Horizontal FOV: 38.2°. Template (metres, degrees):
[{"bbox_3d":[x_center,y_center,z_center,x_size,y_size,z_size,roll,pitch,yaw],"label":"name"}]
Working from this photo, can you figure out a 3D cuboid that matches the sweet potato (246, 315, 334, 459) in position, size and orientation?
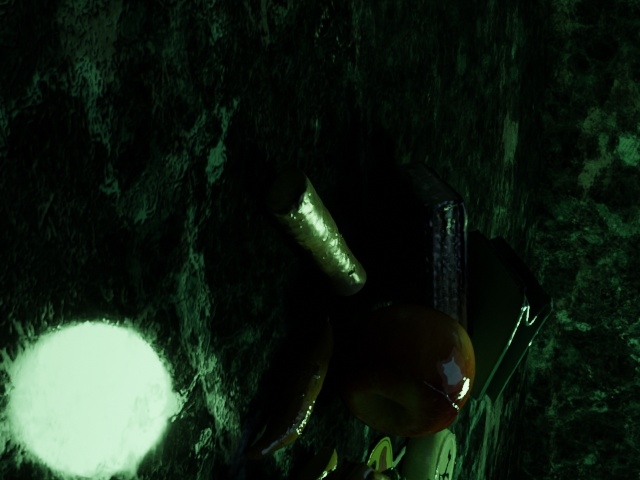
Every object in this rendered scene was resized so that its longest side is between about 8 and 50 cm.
[{"bbox_3d":[-0.029,0.238,1.511,0.072,0.066,0.314,-46,-168,47],"label":"sweet potato"}]

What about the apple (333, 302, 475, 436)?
[{"bbox_3d":[0.153,0.233,1.705,0.271,0.252,0.206,107,6,-54],"label":"apple"}]

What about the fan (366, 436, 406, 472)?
[{"bbox_3d":[0.139,0.542,2.102,0.335,0.011,0.229,-30,126,-63],"label":"fan"}]

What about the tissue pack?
[{"bbox_3d":[0.216,0.027,1.860,0.245,0.123,0.332,-120,-156,-63],"label":"tissue pack"}]

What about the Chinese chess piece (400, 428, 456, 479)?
[{"bbox_3d":[0.275,0.577,2.346,0.238,0.092,0.237,7,90,-68],"label":"Chinese chess piece"}]

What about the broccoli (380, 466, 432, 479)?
[{"bbox_3d":[0.188,0.580,2.006,0.195,0.156,0.195,57,5,-7],"label":"broccoli"}]

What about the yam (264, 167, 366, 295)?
[{"bbox_3d":[0.000,0.000,1.484,0.356,0.081,0.081,55,48,-57],"label":"yam"}]

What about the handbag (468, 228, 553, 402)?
[{"bbox_3d":[0.345,0.146,1.884,0.268,0.100,0.274,-119,-138,-51],"label":"handbag"}]

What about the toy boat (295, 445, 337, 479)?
[{"bbox_3d":[-0.010,0.425,1.646,0.149,0.047,0.048,-42,135,-51],"label":"toy boat"}]

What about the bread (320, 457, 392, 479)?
[{"bbox_3d":[0.052,0.534,1.563,0.277,0.167,0.324,-49,124,-16],"label":"bread"}]
